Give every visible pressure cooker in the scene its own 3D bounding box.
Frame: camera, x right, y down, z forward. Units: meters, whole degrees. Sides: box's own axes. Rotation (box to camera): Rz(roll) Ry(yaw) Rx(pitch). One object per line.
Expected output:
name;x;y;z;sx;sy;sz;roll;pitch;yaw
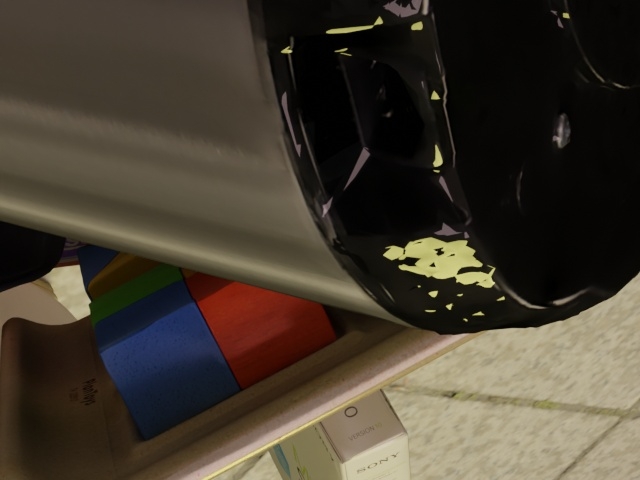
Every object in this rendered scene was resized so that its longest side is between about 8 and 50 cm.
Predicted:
pressure cooker;-0.063;-0.183;0.585;0.370;0.420;0.375;-63;148;-25

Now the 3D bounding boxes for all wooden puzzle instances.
wooden puzzle;0.000;0.000;0.788;0.347;0.322;0.080;-23;103;-6

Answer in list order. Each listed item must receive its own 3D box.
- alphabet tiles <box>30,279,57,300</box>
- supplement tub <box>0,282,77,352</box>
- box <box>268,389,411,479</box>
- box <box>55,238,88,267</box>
alphabet tiles;-0.311;0.041;1.063;0.278;0.021;0.284;-39;146;15
supplement tub;-0.252;0.130;1.074;0.144;0.144;0.200;13;129;-46
box;-0.001;0.147;1.252;0.058;0.232;0.322;-23;146;-12
box;-0.154;-0.081;0.901;0.300;0.154;0.142;-8;141;-32
